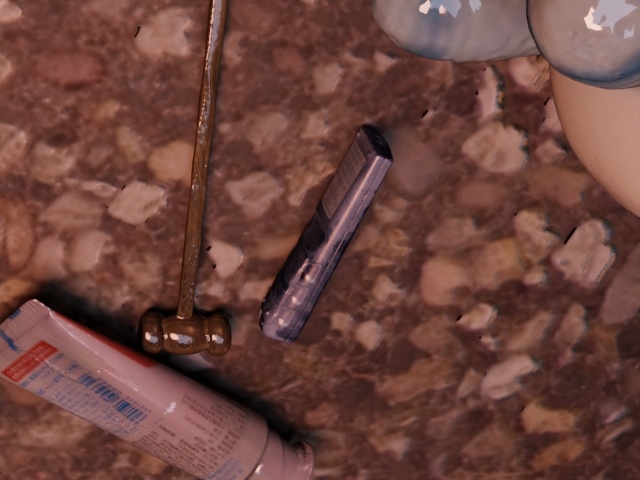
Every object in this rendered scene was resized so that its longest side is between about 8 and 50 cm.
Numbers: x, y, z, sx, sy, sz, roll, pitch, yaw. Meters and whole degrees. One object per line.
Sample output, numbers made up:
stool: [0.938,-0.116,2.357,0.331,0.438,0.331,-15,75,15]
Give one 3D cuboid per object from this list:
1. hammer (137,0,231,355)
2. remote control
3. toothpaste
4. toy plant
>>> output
hammer: [-0.070,-0.057,0.929,0.058,0.029,0.292,0,117,-17]
remote control: [0.002,0.000,0.967,0.027,0.043,0.152,23,111,-17]
toothpaste: [-0.110,0.110,0.990,0.234,0.057,0.089,30,136,-26]
toy plant: [0.152,-0.159,0.773,0.332,0.247,0.247,29,109,-42]
